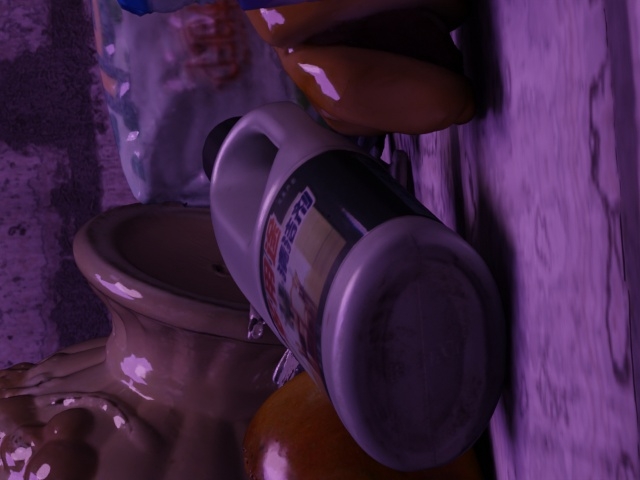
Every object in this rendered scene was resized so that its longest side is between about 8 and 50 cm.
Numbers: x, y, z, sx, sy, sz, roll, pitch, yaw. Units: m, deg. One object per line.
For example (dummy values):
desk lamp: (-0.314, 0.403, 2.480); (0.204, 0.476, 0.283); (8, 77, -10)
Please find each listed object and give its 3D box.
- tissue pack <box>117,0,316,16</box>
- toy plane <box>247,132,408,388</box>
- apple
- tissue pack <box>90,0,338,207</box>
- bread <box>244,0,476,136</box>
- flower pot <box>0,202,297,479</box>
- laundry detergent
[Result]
tissue pack: (-0.016, -0.205, 0.519); (0.263, 0.146, 0.198); (98, 166, -74)
toy plane: (0.002, -0.039, 1.078); (0.192, 0.088, 0.262); (-42, 43, 51)
apple: (0.022, 0.101, 0.758); (0.114, 0.102, 0.099); (-113, 5, -60)
tissue pack: (-0.045, -0.189, 1.012); (0.311, 0.128, 0.228); (-82, -12, -58)
bread: (-0.007, -0.132, 0.701); (0.225, 0.081, 0.134); (60, -174, 10)
flower pot: (-0.090, 0.116, 1.271); (0.307, 0.307, 0.244); (-101, 23, -71)
laundry detergent: (0.000, 0.000, 0.738); (0.225, 0.070, 0.099); (-131, 23, -59)
